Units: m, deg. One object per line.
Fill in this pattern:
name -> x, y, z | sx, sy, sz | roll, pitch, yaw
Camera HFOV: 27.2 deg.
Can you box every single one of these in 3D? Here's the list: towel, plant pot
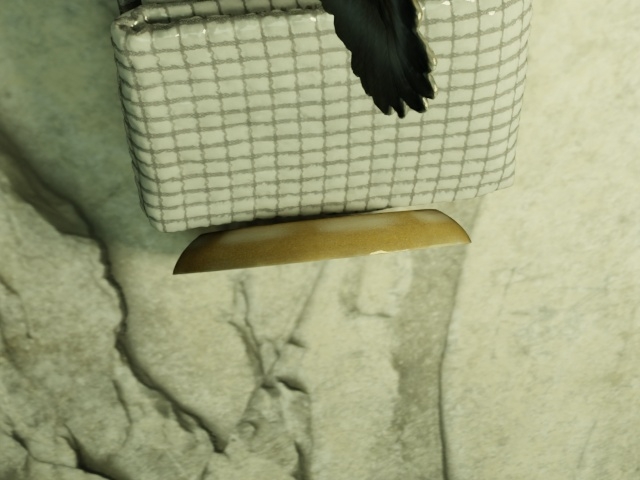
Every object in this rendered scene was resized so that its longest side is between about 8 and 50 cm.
towel -> -0.001, -0.121, 0.929 | 0.284, 0.121, 0.235 | -8, 146, -3
plant pot -> 0.000, 0.000, 1.042 | 0.236, 0.032, 0.236 | -5, 180, 0

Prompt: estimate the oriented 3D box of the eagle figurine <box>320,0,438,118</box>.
eagle figurine -> 0.005, -0.223, 0.652 | 0.225, 0.298, 0.226 | -47, 161, -30
